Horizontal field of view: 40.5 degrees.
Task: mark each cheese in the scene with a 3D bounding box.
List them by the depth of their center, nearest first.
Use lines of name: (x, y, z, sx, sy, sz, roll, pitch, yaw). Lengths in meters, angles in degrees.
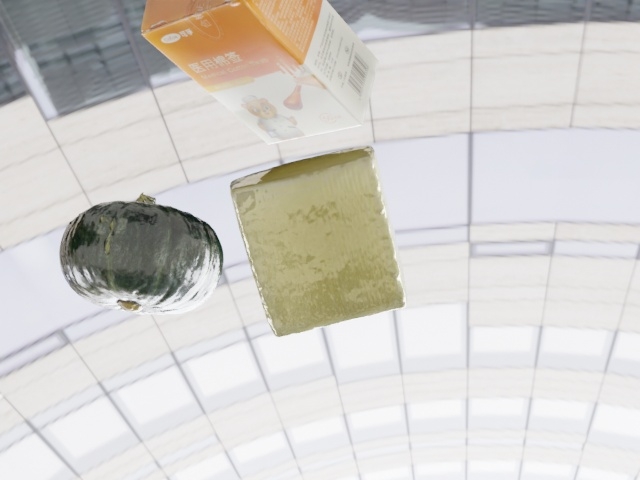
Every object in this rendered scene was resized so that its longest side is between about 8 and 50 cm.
cheese: (0.000, 0.000, 1.415, 0.243, 0.265, 0.124, -15, -159, 0)

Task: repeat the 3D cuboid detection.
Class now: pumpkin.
pumpkin: (-0.230, 0.017, 1.115, 0.212, 0.211, 0.152, 0, -114, 9)

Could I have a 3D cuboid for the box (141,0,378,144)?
box: (-0.092, -0.319, 1.423, 0.225, 0.341, 0.143, -6, -122, 37)
